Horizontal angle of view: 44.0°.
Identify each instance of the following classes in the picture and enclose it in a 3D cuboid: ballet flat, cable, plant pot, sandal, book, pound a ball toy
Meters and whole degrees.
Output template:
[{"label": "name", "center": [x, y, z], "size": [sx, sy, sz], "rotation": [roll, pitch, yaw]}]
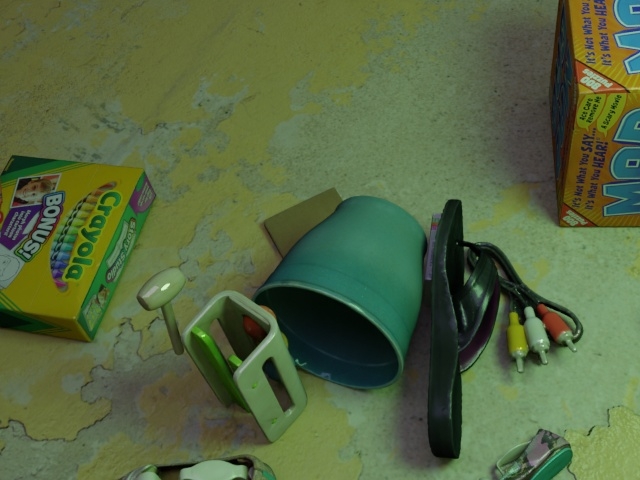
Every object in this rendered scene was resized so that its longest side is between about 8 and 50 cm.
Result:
[{"label": "ballet flat", "center": [0.293, 0.372, 1.213], "size": [0.221, 0.077, 0.079], "rotation": [-38, 39, -22]}, {"label": "cable", "center": [0.356, 0.096, 1.384], "size": [0.139, 0.072, 0.287], "rotation": [-20, 54, 2]}, {"label": "plant pot", "center": [0.060, 0.071, 1.354], "size": [0.271, 0.272, 0.255], "rotation": [16, 53, 21]}, {"label": "sandal", "center": [0.246, 0.141, 1.325], "size": [0.107, 0.167, 0.446], "rotation": [-2, 64, 17]}, {"label": "ballet flat", "center": [-0.230, 0.393, 1.269], "size": [0.316, 0.106, 0.108], "rotation": [-12, 54, 2]}, {"label": "book", "center": [0.207, 0.036, 1.441], "size": [0.035, 0.096, 0.144], "rotation": [4, 57, 13]}, {"label": "pound a ball toy", "center": [-0.139, 0.167, 1.278], "size": [0.208, 0.319, 0.136], "rotation": [31, 66, 28]}]

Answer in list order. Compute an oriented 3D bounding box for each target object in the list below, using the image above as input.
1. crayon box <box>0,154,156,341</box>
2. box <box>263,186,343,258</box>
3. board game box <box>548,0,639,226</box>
[{"label": "crayon box", "center": [-0.546, 0.005, 1.600], "size": [0.313, 0.106, 0.363], "rotation": [6, 57, 15]}, {"label": "box", "center": [0.000, 0.000, 1.552], "size": [0.164, 0.021, 0.201], "rotation": [-26, 54, -8]}, {"label": "board game box", "center": [0.614, -0.269, 1.416], "size": [0.356, 0.356, 0.357], "rotation": [0, 55, 11]}]
